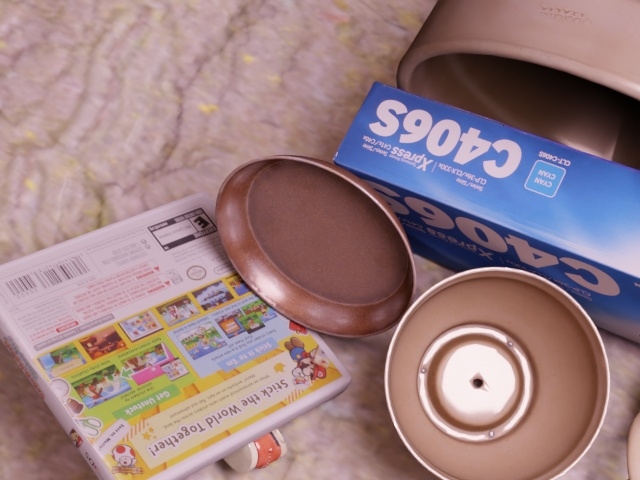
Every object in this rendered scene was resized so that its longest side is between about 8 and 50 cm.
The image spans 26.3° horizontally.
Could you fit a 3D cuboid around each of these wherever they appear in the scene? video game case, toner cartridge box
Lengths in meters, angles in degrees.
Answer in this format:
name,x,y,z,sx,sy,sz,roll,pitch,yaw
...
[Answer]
name,x,y,z,sx,sy,sz,roll,pitch,yaw
video game case,-0.117,0.073,1.040,0.227,0.026,0.206,-23,66,-41
toner cartridge box,0.191,0.001,0.992,0.348,0.165,0.075,22,78,27

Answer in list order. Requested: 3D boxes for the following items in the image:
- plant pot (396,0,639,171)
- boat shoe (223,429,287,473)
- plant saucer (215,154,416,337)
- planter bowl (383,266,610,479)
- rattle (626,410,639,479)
name,x,y,z,sx,sy,sz,roll,pitch,yaw
plant pot,0.256,-0.167,0.998,0.323,0.323,0.280,25,79,11
boat shoe,-0.079,0.123,1.071,0.043,0.049,0.137,-14,55,-45
plant saucer,0.000,0.000,1.027,0.168,0.168,0.029,26,48,12
planter bowl,0.123,0.106,1.024,0.162,0.109,0.162,0,83,-3
rattle,0.244,0.164,1.048,0.130,0.143,0.200,22,52,-23
